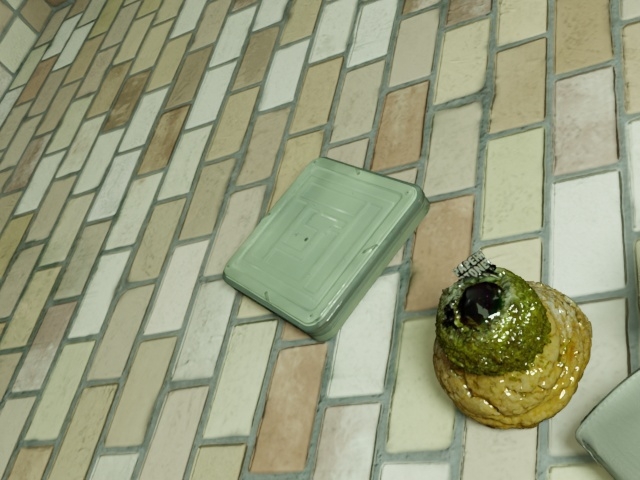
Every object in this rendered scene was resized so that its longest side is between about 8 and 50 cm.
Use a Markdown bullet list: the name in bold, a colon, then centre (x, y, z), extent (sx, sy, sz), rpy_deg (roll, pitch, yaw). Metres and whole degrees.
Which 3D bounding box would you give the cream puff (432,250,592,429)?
- **cream puff**: centre (0.192, 0.096, 0.869), extent (0.183, 0.169, 0.183), rpy_deg (-23, 43, 23)

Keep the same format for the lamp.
- **lamp**: centre (0.000, 0.000, 1.203), extent (0.269, 0.047, 0.266), rpy_deg (-52, 39, -13)

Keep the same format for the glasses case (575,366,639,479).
- **glasses case**: centre (0.360, 0.228, 0.662), extent (0.128, 0.083, 0.308), rpy_deg (-61, 36, 17)
